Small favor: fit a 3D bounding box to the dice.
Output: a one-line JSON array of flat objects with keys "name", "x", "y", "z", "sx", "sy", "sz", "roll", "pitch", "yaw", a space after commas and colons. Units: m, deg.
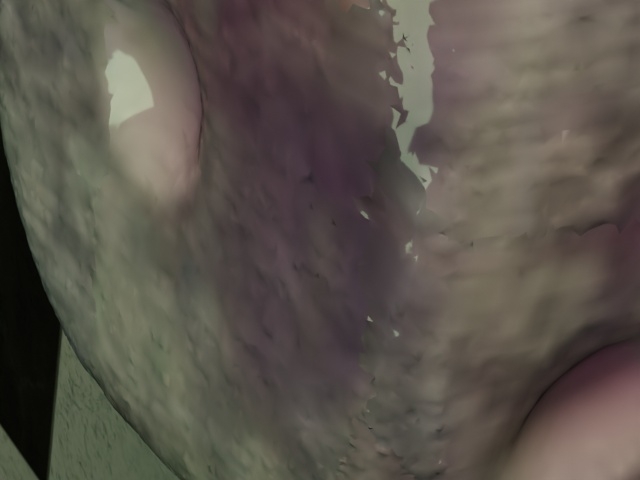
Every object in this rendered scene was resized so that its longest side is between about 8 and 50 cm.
[{"name": "dice", "x": 0.060, "y": -0.068, "z": 0.606, "sx": 0.270, "sy": 0.271, "sz": 0.270, "roll": 40, "pitch": 133, "yaw": 44}]
